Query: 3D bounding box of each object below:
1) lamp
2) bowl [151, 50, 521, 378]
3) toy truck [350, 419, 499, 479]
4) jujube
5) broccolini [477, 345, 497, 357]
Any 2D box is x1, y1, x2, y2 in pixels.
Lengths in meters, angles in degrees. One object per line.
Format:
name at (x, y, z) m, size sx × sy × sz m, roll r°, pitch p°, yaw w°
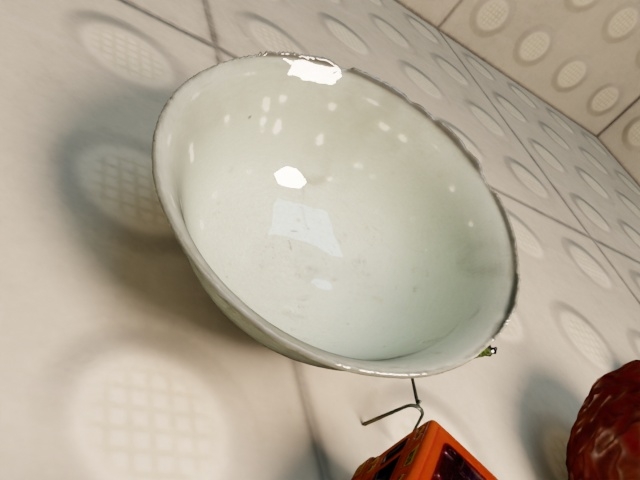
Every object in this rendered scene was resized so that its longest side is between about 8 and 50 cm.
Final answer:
lamp at (0.079, 0.128, 0.587) m, size 0.041 × 0.054 × 0.121 m, roll 37°, pitch 29°, yaw -8°
bowl at (0.000, 0.000, 0.547) m, size 0.314 × 0.146 × 0.313 m, roll 14°, pitch 49°, yaw -17°
toy truck at (0.122, 0.248, 0.417) m, size 0.253 × 0.114 × 0.107 m, roll 43°, pitch 28°, yaw 5°
jujube at (0.353, 0.237, 0.633) m, size 0.213 × 0.213 × 0.232 m, roll 42°, pitch 24°, yaw 1°
broccolini at (0.074, 0.053, 0.693) m, size 0.272 × 0.062 × 0.123 m, roll 19°, pitch 25°, yaw -29°
